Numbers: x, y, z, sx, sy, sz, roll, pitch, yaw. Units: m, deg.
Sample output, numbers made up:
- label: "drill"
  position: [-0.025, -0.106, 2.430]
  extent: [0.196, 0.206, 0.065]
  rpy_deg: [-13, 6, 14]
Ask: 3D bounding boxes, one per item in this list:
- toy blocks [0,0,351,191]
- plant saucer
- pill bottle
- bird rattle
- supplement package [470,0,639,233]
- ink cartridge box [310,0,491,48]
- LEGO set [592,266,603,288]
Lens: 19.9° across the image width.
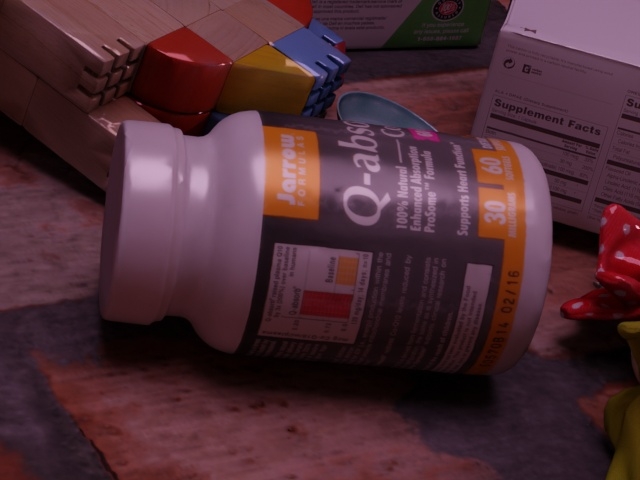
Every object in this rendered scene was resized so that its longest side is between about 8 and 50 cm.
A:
- label: "toy blocks"
  position: [-0.103, -0.149, 1.427]
  extent: [0.261, 0.190, 0.381]
  rpy_deg: [37, 38, 15]
- label: "plant saucer"
  position: [0.060, -0.074, 1.456]
  extent: [0.119, 0.021, 0.119]
  rpy_deg: [26, 28, -15]
- label: "pill bottle"
  position: [0.000, 0.000, 1.206]
  extent: [0.278, 0.162, 0.162]
  rpy_deg: [6, 32, -12]
- label: "bird rattle"
  position: [0.265, 0.093, 1.239]
  extent: [0.207, 0.143, 0.253]
  rpy_deg: [24, 18, -5]
- label: "supplement package"
  position: [0.239, -0.123, 1.491]
  extent: [0.204, 0.145, 0.262]
  rpy_deg: [16, 28, 5]
- label: "ink cartridge box"
  position: [0.063, -0.324, 1.624]
  extent: [0.211, 0.289, 0.121]
  rpy_deg: [-3, 35, -25]
- label: "LEGO set"
  position: [0.237, 0.020, 1.381]
  extent: [0.083, 0.054, 0.023]
  rpy_deg: [-1, -3, -22]
